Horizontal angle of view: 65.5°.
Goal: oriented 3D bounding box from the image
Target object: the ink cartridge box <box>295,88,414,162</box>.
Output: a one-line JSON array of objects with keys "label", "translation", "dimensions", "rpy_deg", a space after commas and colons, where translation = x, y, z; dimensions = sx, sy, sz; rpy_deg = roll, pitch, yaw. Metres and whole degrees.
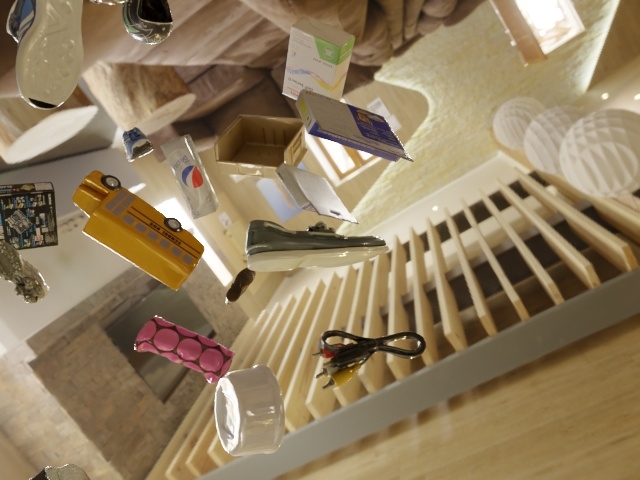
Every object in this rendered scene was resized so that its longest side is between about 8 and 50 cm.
[{"label": "ink cartridge box", "translation": [0.095, -0.329, 1.498], "dimensions": [0.072, 0.304, 0.307], "rpy_deg": [-61, -153, 32]}]

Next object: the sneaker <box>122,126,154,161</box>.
[{"label": "sneaker", "translation": [-0.523, -0.273, 1.398], "dimensions": [0.080, 0.081, 0.211], "rpy_deg": [-31, -160, -20]}]

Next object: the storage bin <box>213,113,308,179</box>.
[{"label": "storage bin", "translation": [-0.204, -0.330, 1.760], "dimensions": [0.263, 0.123, 0.260], "rpy_deg": [8, -142, 13]}]

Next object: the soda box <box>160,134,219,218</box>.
[{"label": "soda box", "translation": [-0.462, -0.227, 1.783], "dimensions": [0.091, 0.286, 0.098], "rpy_deg": [-19, -163, 5]}]

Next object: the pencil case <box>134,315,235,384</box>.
[{"label": "pencil case", "translation": [-0.302, 0.248, 1.110], "dimensions": [0.098, 0.210, 0.095], "rpy_deg": [-63, -178, 22]}]

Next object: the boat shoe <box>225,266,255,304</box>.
[{"label": "boat shoe", "translation": [-0.269, 0.149, 1.639], "dimensions": [0.049, 0.056, 0.152], "rpy_deg": [-44, -173, 49]}]

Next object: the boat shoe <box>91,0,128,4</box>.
[{"label": "boat shoe", "translation": [-0.564, -0.632, 1.178], "dimensions": [0.105, 0.110, 0.307], "rpy_deg": [-9, -179, 3]}]

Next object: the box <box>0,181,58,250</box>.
[{"label": "box", "translation": [-0.901, -0.068, 1.511], "dimensions": [0.175, 0.051, 0.220], "rpy_deg": [-10, 134, -32]}]

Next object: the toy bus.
[{"label": "toy bus", "translation": [-0.458, -0.024, 1.237], "dimensions": [0.108, 0.333, 0.130], "rpy_deg": [-45, -163, 33]}]

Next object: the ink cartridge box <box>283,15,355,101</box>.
[{"label": "ink cartridge box", "translation": [-0.018, -0.622, 1.869], "dimensions": [0.119, 0.207, 0.353], "rpy_deg": [-53, 165, -38]}]

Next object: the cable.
[{"label": "cable", "translation": [0.116, 0.277, 1.267], "dimensions": [0.288, 0.139, 0.072], "rpy_deg": [-14, 145, -9]}]

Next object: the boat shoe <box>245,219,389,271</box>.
[{"label": "boat shoe", "translation": [0.000, 0.000, 1.022], "dimensions": [0.320, 0.098, 0.116], "rpy_deg": [-3, 162, -27]}]

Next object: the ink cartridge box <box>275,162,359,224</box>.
[{"label": "ink cartridge box", "translation": [-0.009, -0.129, 1.531], "dimensions": [0.045, 0.223, 0.223], "rpy_deg": [-47, 150, 22]}]

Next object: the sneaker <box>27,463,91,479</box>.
[{"label": "sneaker", "translation": [-0.648, 0.612, 1.175], "dimensions": [0.145, 0.090, 0.270], "rpy_deg": [-38, 161, -18]}]

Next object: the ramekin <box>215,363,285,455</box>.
[{"label": "ramekin", "translation": [-0.232, 0.538, 1.571], "dimensions": [0.135, 0.276, 0.277], "rpy_deg": [1, 169, -31]}]

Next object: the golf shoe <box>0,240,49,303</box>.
[{"label": "golf shoe", "translation": [-0.757, 0.078, 1.257], "dimensions": [0.069, 0.176, 0.086], "rpy_deg": [-32, -174, -2]}]

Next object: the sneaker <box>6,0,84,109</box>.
[{"label": "sneaker", "translation": [-0.664, -0.455, 1.180], "dimensions": [0.237, 0.322, 0.130], "rpy_deg": [4, 176, 44]}]

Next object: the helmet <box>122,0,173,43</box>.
[{"label": "helmet", "translation": [-0.590, -0.754, 1.699], "dimensions": [0.170, 0.161, 0.169], "rpy_deg": [-11, -167, 3]}]
